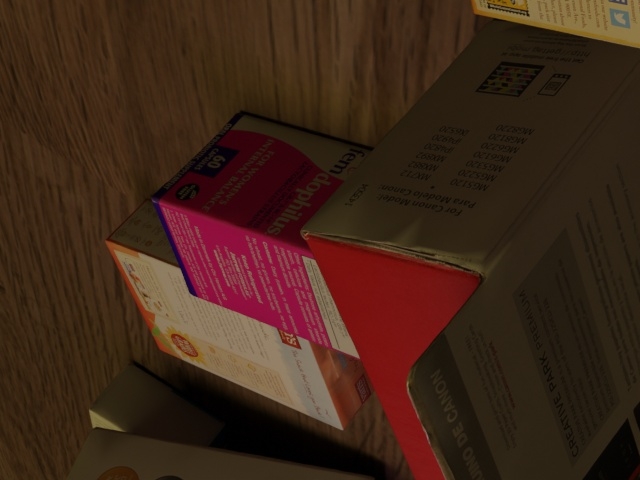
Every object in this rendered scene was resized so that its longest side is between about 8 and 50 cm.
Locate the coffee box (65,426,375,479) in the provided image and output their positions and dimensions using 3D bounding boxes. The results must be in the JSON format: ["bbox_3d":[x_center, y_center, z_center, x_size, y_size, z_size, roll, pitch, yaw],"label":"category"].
[{"bbox_3d":[-0.112,0.445,1.434,0.334,0.338,0.338,7,142,23],"label":"coffee box"}]

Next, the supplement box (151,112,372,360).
[{"bbox_3d":[0.000,0.000,1.030,0.220,0.111,0.114,19,143,33],"label":"supplement box"}]

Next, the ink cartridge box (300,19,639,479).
[{"bbox_3d":[0.121,0.074,0.823,0.130,0.272,0.309,13,139,40],"label":"ink cartridge box"}]

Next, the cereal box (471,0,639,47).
[{"bbox_3d":[0.201,-0.134,0.555,0.240,0.173,0.047,20,144,34],"label":"cereal box"}]

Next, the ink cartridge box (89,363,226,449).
[{"bbox_3d":[-0.184,0.249,1.606,0.139,0.082,0.191,29,146,18],"label":"ink cartridge box"}]

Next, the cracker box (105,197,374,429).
[{"bbox_3d":[-0.069,0.064,1.241,0.232,0.067,0.156,20,145,35],"label":"cracker box"}]
